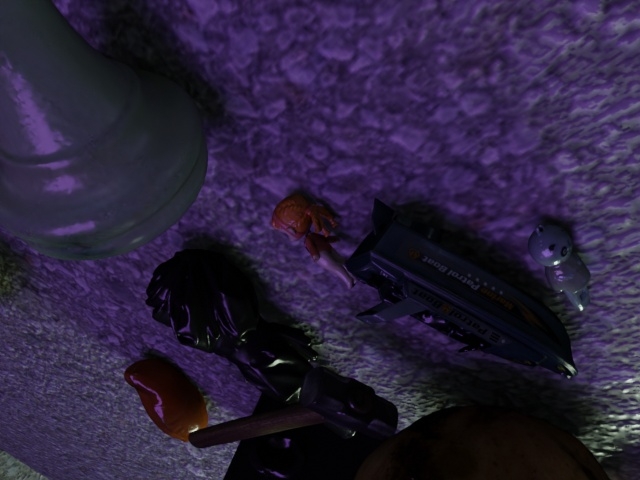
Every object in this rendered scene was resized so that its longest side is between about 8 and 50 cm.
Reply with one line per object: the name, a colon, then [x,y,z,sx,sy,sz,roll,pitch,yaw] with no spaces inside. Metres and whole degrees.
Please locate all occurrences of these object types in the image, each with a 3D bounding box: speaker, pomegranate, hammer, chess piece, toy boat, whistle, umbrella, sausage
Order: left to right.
chess piece: [-0.216,-0.138,0.485,0.195,0.194,0.299,13,148,21]
sausage: [-0.255,0.260,1.094,0.089,0.089,0.179,-8,126,39]
umbrella: [-0.070,0.140,0.809,0.118,0.118,0.340,-19,122,45]
hammer: [-0.065,0.226,0.816,0.111,0.043,0.365,30,144,-26]
speaker: [-0.004,0.377,0.974,0.254,0.184,0.232,19,143,9]
toy boat: [0.132,0.065,0.598,0.246,0.103,0.093,29,168,-8]
pomegranate: [0.174,0.325,0.706,0.322,0.322,0.322,18,141,15]
whistle: [0.203,0.022,0.551,0.035,0.035,0.100,-12,128,41]

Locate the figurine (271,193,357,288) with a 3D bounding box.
figurine: [0.000,0.000,0.642,0.109,0.064,0.047,46,118,2]
